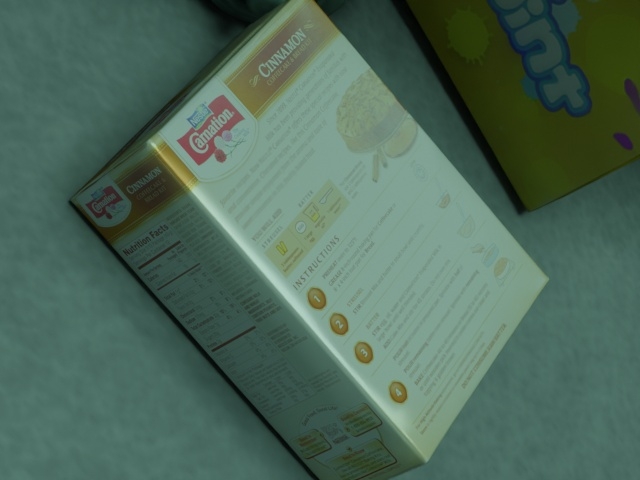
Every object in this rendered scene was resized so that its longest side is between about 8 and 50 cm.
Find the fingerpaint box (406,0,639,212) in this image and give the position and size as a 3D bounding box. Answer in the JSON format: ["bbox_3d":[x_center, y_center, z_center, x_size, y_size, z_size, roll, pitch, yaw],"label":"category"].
[{"bbox_3d":[0.154,-0.292,1.094,0.371,0.163,0.445,-32,92,-46],"label":"fingerpaint box"}]

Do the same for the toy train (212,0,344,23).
[{"bbox_3d":[-0.053,-0.223,0.856,0.334,0.190,0.142,27,53,-29],"label":"toy train"}]

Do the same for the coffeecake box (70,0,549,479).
[{"bbox_3d":[0.000,0.000,0.871,0.185,0.068,0.142,49,46,-10],"label":"coffeecake box"}]
